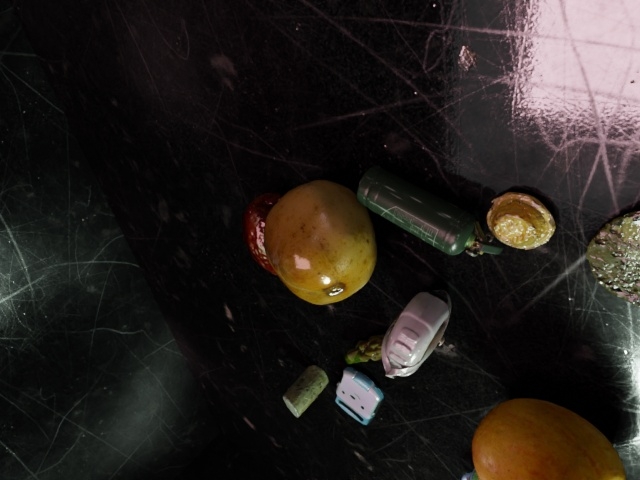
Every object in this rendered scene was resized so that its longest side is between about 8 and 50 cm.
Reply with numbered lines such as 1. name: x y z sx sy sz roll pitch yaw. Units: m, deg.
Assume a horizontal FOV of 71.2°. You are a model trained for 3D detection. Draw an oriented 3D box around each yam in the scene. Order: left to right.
1. yam: -0.061 0.577 1.712 0.107 0.194 0.107 24 134 28

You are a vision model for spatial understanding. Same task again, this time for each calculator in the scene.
1. calculator: 0.134 0.562 1.613 0.173 0.051 0.293 32 140 21

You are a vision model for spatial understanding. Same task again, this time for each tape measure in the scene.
1. tape measure: 0.232 0.214 1.064 0.120 0.236 0.197 31 133 22

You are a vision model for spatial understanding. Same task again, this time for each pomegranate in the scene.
1. pomegranate: 0.003 0.008 1.057 0.307 0.307 0.307 27 138 28

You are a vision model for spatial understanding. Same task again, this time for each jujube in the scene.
1. jujube: -0.129 -0.020 1.274 0.183 0.183 0.243 24 143 31

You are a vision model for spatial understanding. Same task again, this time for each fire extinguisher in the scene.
1. fire extinguisher: 0.228 -0.051 0.942 0.311 0.114 0.095 34 110 27

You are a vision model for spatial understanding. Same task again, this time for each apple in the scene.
1. apple: 0.496 0.512 1.000 0.275 0.299 0.299 16 133 58

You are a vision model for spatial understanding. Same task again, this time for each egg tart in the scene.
1. egg tart: 0.373 -0.029 0.846 0.128 0.049 0.129 28 140 26

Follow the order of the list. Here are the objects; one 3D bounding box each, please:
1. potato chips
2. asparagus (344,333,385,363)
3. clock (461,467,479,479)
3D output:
1. potato chips: 0.553 0.031 0.728 0.202 0.029 0.220 31 142 29
2. asparagus: 0.155 0.333 1.374 0.080 0.080 0.287 47 152 5
3. clock: 0.528 0.779 1.354 0.194 0.100 0.195 45 141 13
